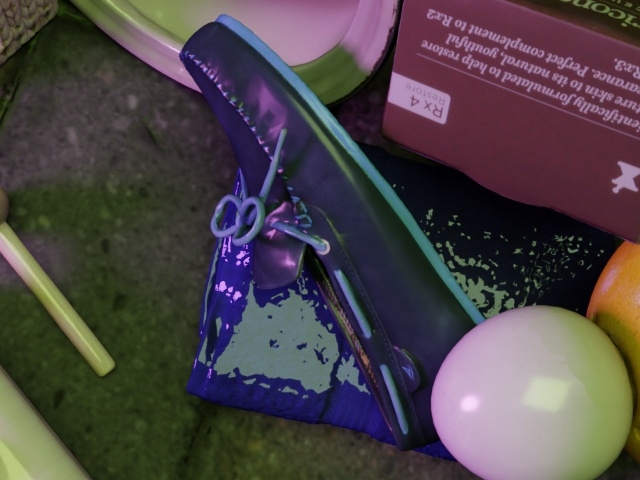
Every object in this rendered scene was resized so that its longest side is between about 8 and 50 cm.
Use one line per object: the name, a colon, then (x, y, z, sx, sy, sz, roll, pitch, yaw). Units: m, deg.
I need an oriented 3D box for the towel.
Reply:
towel: (0.065, 0.048, 0.874, 0.308, 0.076, 0.227, 15, 82, -3)

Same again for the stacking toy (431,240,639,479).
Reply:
stacking toy: (0.299, 0.060, 0.733, 0.480, 0.350, 0.350, -8, 77, -13)

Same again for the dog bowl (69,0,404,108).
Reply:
dog bowl: (-0.079, -0.291, 0.781, 0.408, 0.408, 0.150, 37, 63, 3)

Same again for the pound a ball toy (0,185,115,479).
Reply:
pound a ball toy: (-0.235, 0.120, 0.786, 0.208, 0.136, 0.319, -38, 84, -13)

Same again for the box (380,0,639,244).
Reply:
box: (0.220, -0.174, 0.799, 0.191, 0.143, 0.381, 25, 44, 20)

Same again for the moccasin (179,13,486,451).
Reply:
moccasin: (0.000, 0.000, 0.768, 0.117, 0.138, 0.342, -37, 87, -2)

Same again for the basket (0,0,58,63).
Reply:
basket: (-0.298, -0.225, 0.876, 0.103, 0.113, 0.167, -41, 84, -18)
